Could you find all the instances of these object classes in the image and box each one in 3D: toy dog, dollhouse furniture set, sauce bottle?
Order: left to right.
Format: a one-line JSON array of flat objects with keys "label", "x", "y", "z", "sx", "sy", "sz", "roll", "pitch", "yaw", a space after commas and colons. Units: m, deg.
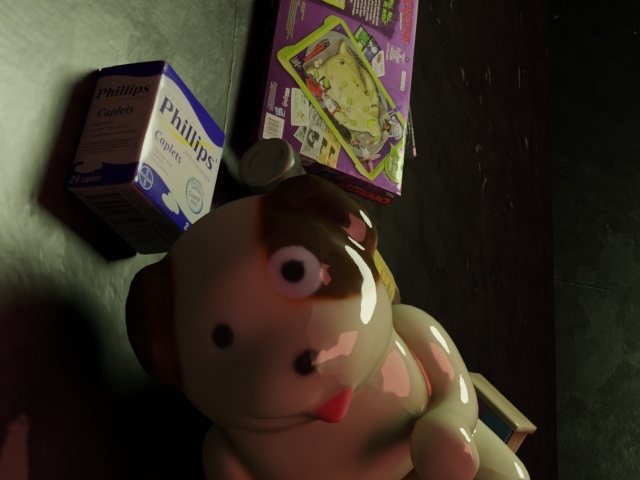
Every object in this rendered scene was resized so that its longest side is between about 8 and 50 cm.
[{"label": "sauce bottle", "x": 0.000, "y": 0.000, "z": 1.214, "sx": 0.344, "sy": 0.111, "sz": 0.111, "roll": 55, "pitch": 37, "yaw": -48}, {"label": "toy dog", "x": 0.001, "y": 0.119, "z": 0.913, "sx": 0.408, "sy": 0.285, "sz": 0.395, "roll": 63, "pitch": 4, "yaw": -52}, {"label": "dollhouse furniture set", "x": 0.107, "y": 0.273, "z": 1.429, "sx": 0.303, "sy": 0.286, "sz": 0.198, "roll": 15, "pitch": 110, "yaw": -41}]

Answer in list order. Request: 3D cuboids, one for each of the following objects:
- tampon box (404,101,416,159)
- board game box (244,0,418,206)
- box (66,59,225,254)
[{"label": "tampon box", "x": 0.062, "y": -0.169, "z": 1.397, "sx": 0.161, "sy": 0.101, "sz": 0.120, "roll": -21, "pitch": 105, "yaw": -66}, {"label": "board game box", "x": 0.024, "y": -0.234, "z": 1.251, "sx": 0.208, "sy": 0.056, "sz": 0.347, "roll": 18, "pitch": 62, "yaw": -20}, {"label": "box", "x": -0.158, "y": -0.076, "z": 0.901, "sx": 0.126, "sy": 0.072, "sz": 0.137, "roll": 53, "pitch": 39, "yaw": -53}]
